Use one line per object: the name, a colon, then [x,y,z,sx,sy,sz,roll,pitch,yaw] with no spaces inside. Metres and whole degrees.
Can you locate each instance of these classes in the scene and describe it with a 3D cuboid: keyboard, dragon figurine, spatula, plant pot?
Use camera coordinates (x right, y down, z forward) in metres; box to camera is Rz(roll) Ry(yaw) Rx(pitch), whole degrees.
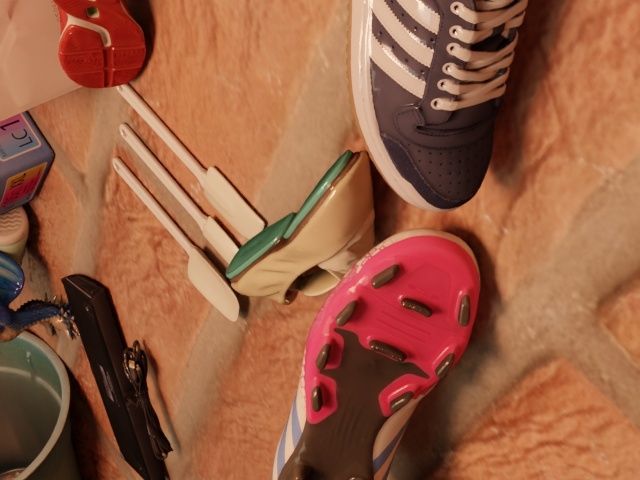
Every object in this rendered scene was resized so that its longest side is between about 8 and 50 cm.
keyboard: [-0.256,0.198,1.528,0.201,0.033,0.317,27,137,52]
dragon figurine: [-0.453,0.066,1.539,0.289,0.144,0.085,43,139,-19]
spatula: [-0.147,-0.043,1.182,0.242,0.019,0.168,46,147,23]
plant pot: [-0.519,0.368,1.793,0.341,0.341,0.334,37,149,34]

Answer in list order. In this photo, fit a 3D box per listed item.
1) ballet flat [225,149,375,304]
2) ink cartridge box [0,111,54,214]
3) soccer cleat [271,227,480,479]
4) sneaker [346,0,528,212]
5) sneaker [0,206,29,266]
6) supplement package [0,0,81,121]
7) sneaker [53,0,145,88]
ballet flat: [0.000,0.000,0.961,0.086,0.086,0.248,59,151,3]
ink cartridge box: [-0.565,-0.103,1.375,0.270,0.395,0.151,55,149,9]
soccer cleat: [0.034,0.105,0.953,0.116,0.143,0.331,19,121,-5]
sneaker: [0.095,-0.132,0.679,0.153,0.099,0.282,23,130,48]
sneaker: [-0.497,-0.062,1.606,0.256,0.094,0.151,52,151,17]
supplement package: [-0.386,-0.233,1.223,0.293,0.175,0.178,14,127,51]
sneaker: [-0.214,-0.247,1.084,0.221,0.087,0.128,101,162,-63]
